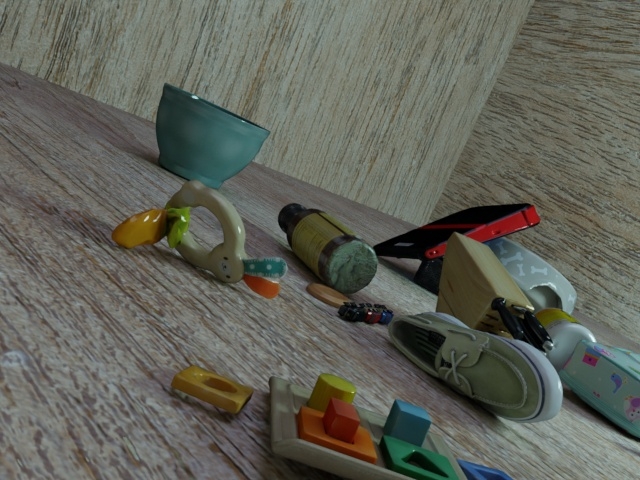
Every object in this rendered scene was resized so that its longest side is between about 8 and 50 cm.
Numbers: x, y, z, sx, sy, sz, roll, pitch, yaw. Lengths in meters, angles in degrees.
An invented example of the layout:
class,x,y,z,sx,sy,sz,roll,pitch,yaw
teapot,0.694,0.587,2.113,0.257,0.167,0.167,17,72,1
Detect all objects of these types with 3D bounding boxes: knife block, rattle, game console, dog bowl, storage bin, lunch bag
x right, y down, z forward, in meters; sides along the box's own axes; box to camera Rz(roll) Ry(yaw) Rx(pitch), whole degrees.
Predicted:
class,x,y,z,sx,sy,sz,roll,pitch,yaw
knife block,0.305,0.104,1.290,0.088,0.276,0.242,22,-21,-24
rattle,-0.154,0.023,1.009,0.200,0.130,0.143,52,21,1
game console,0.348,-0.015,1.955,0.342,0.060,0.386,-22,6,-15
dog bowl,0.519,0.112,1.982,0.349,0.102,0.349,35,-9,7
storage bin,0.344,0.110,1.919,0.180,0.084,0.122,31,9,34
lunch bag,0.590,0.283,1.401,0.279,0.108,0.224,19,12,-42

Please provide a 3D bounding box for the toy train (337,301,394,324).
class,x,y,z,sx,sy,sz,roll,pitch,yaw
toy train,0.080,0.120,1.224,0.036,0.027,0.158,33,11,30

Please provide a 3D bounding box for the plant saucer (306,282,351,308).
class,x,y,z,sx,sy,sz,roll,pitch,yaw
plant saucer,0.016,0.093,1.260,0.083,0.013,0.083,25,7,-4

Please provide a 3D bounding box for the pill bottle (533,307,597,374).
class,x,y,z,sx,sy,sz,roll,pitch,yaw
pill bottle,0.510,0.213,1.610,0.117,0.117,0.215,25,8,0

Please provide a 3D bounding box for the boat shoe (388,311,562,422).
class,x,y,z,sx,sy,sz,roll,pitch,yaw
boat shoe,0.203,0.175,1.047,0.094,0.109,0.302,3,8,-28

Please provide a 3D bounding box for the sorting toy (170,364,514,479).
class,x,y,z,sx,sy,sz,roll,pitch,yaw
sorting toy,0.044,0.162,0.641,0.347,0.047,0.196,21,1,-7

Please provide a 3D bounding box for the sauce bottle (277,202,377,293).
class,x,y,z,sx,sy,sz,roll,pitch,yaw
sauce bottle,0.000,0.000,1.473,0.111,0.111,0.344,22,9,-24

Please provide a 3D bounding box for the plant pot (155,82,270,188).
class,x,y,z,sx,sy,sz,roll,pitch,yaw
plant pot,-0.301,-0.254,1.923,0.293,0.196,0.293,25,8,-4
